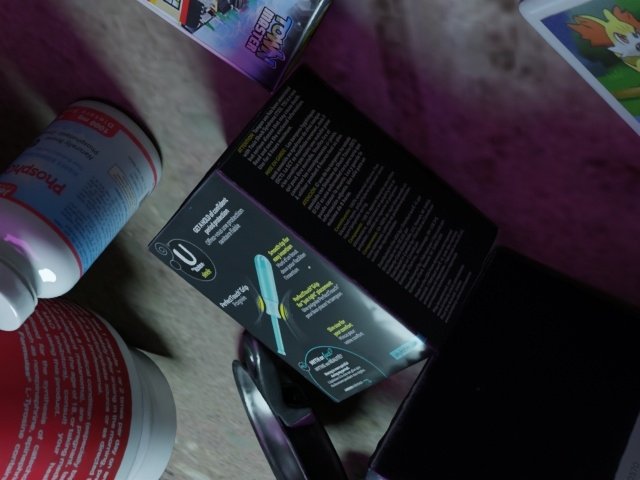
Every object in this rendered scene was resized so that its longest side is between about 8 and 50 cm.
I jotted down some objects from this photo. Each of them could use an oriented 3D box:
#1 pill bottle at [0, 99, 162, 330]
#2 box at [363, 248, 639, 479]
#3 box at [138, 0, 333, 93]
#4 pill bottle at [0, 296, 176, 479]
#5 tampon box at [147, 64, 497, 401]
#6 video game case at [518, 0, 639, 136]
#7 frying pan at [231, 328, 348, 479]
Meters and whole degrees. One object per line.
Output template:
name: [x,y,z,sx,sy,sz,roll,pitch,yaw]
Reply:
pill bottle: [-0.187,-0.018,0.641,0.087,0.160,0.087,21,143,16]
box: [0.197,0.226,0.612,0.343,0.179,0.312,27,146,13]
box: [-0.028,-0.170,0.439,0.114,0.036,0.207,35,145,-3]
pill bottle: [-0.293,0.139,0.750,0.229,0.228,0.408,14,171,24]
tampon box: [0.000,0.000,0.567,0.161,0.101,0.120,40,144,-9]
video game case: [0.245,-0.014,0.292,0.300,0.036,0.329,41,173,-13]
frying pan: [-0.035,0.137,0.762,0.197,0.053,0.326,46,156,50]
